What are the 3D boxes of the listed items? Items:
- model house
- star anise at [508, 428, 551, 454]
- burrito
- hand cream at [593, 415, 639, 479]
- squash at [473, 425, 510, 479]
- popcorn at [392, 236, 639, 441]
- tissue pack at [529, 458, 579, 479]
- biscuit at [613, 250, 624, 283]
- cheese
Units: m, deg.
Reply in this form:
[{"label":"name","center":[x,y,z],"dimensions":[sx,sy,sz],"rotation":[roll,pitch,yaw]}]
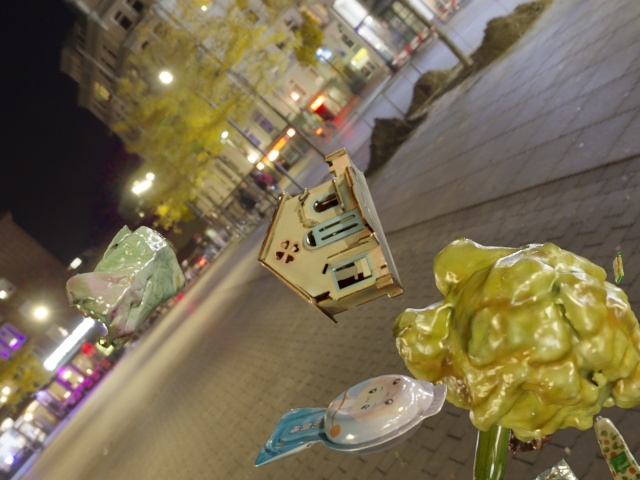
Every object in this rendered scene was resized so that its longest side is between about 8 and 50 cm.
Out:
[{"label":"model house","center":[0.000,0.000,1.322],"dimensions":[0.244,0.169,0.326],"rotation":[-25,58,15]},{"label":"star anise","center":[0.607,0.502,1.853],"dimensions":[0.190,0.126,0.220],"rotation":[-28,-8,33]},{"label":"burrito","center":[-0.287,0.069,1.012],"dimensions":[0.089,0.144,0.229],"rotation":[-23,19,17]},{"label":"hand cream","center":[0.601,0.427,1.354],"dimensions":[0.057,0.037,0.165],"rotation":[-39,28,22]},{"label":"squash","center":[0.362,0.417,1.392],"dimensions":[0.069,0.069,0.258],"rotation":[153,129,-69]},{"label":"popcorn","center":[0.303,0.144,0.952],"dimensions":[0.279,0.335,0.274],"rotation":[-9,64,52]},{"label":"tissue pack","center":[0.605,0.693,1.651],"dimensions":[0.173,0.235,0.073],"rotation":[-28,-29,-7]},{"label":"biscuit","center":[0.839,0.079,1.870],"dimensions":[0.046,0.016,0.089],"rotation":[89,-171,-54]},{"label":"cheese","center":[0.038,0.215,0.801],"dimensions":[0.244,0.052,0.135],"rotation":[-20,11,26]}]
